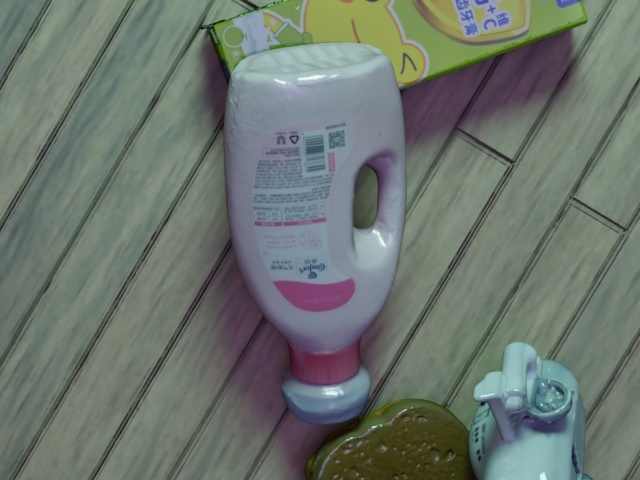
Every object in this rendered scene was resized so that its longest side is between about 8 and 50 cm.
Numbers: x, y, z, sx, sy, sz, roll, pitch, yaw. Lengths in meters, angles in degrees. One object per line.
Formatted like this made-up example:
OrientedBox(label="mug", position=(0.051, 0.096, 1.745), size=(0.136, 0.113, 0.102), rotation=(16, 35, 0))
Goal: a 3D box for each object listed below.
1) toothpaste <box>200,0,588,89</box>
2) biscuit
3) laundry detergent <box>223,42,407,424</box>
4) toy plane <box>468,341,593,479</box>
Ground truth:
OrientedBox(label="toothpaste", position=(0.066, -0.191, 1.467), size=(0.327, 0.077, 0.110), rotation=(-20, 97, -2))
OrientedBox(label="biscuit", position=(0.069, 0.231, 1.531), size=(0.170, 0.050, 0.170), rotation=(-3, 101, -14))
OrientedBox(label="laundry detergent", position=(0.000, 0.000, 1.435), size=(0.159, 0.088, 0.335), rotation=(-9, 116, -11))
OrientedBox(label="toy plane", position=(0.176, 0.205, 1.461), size=(0.117, 0.245, 0.244), rotation=(-4, 97, 19))
